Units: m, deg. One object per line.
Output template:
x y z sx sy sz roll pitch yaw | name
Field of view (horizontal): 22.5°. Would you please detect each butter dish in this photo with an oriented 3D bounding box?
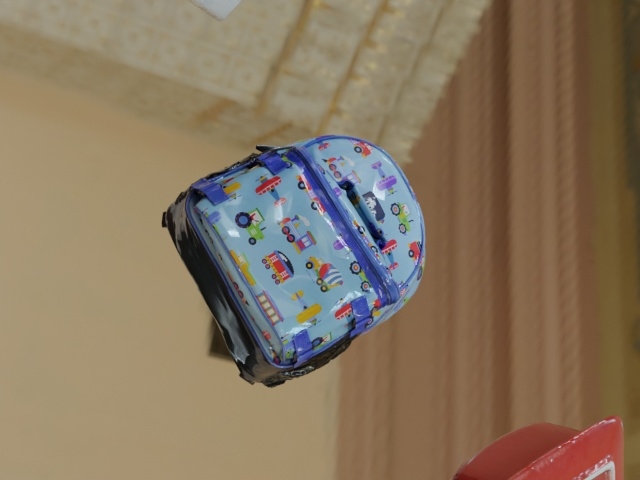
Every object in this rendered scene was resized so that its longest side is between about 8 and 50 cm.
0.151 0.209 1.256 0.118 0.160 0.160 30 -43 44 | butter dish

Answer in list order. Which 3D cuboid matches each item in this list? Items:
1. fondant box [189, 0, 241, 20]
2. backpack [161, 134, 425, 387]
-0.194 -0.312 1.105 0.330 0.238 0.096 43 -83 28 | fondant box
0.000 0.000 1.127 0.158 0.173 0.117 63 -21 4 | backpack
